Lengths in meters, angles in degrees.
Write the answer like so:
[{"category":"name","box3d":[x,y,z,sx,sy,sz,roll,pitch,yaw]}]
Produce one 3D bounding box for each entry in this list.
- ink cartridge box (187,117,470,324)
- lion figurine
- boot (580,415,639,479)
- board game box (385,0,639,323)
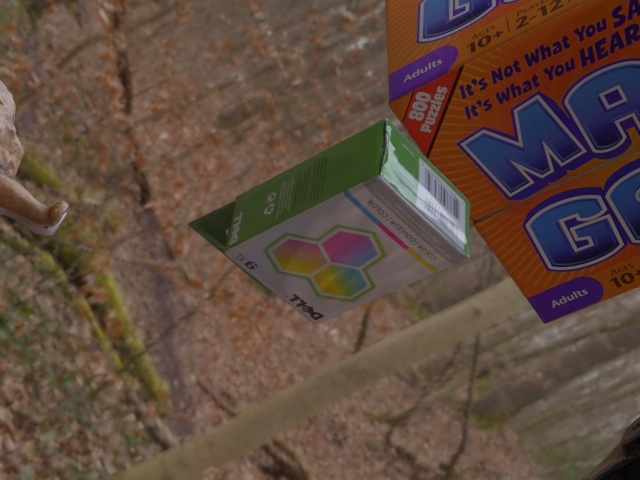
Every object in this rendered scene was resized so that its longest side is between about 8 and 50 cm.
[{"category":"ink cartridge box","box3d":[0.000,0.000,0.857,0.109,0.209,0.062,41,40,-33]},{"category":"lion figurine","box3d":[-0.456,-0.012,1.313,0.240,0.392,0.142,32,-8,-9]},{"category":"boot","box3d":[0.383,0.076,0.900,0.146,0.445,0.367,36,8,10]},{"category":"board game box","box3d":[0.310,-0.200,1.225,0.356,0.356,0.356,50,26,-33]}]
